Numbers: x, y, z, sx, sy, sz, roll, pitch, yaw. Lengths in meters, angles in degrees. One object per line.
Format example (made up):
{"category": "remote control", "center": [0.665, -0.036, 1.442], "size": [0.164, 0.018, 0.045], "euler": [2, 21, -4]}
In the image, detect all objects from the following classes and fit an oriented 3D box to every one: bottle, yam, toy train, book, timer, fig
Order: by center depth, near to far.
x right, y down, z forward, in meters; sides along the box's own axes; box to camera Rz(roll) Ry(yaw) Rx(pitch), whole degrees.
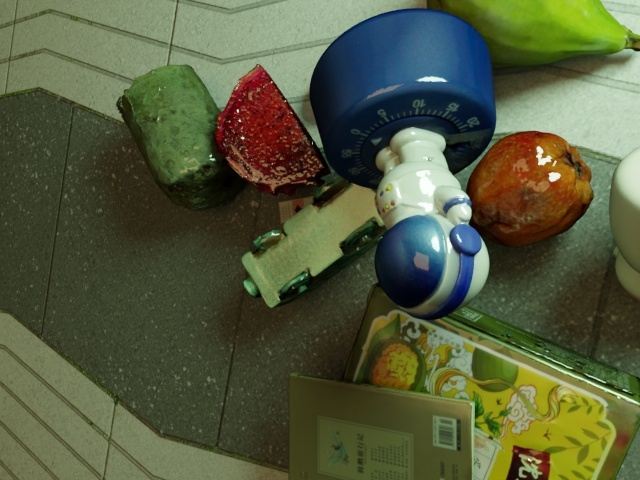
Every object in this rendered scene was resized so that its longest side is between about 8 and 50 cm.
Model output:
{"category": "bottle", "center": [0.450, -0.001, 0.649], "size": [0.148, 0.236, 0.147], "euler": [-13, 45, 13]}
{"category": "timer", "center": [0.130, -0.082, 0.684], "size": [0.271, 0.270, 0.383], "euler": [-20, 58, 27]}
{"category": "fig", "center": [0.296, -0.358, 0.726], "size": [0.314, 0.233, 0.233], "euler": [37, 106, 31]}
{"category": "book", "center": [0.083, 0.335, 0.795], "size": [0.311, 0.021, 0.216], "euler": [1, 91, 29]}
{"category": "toy train", "center": [0.000, 0.000, 0.924], "size": [0.326, 0.159, 0.129], "euler": [-38, 75, 19]}
{"category": "yam", "center": [-0.284, -0.214, 1.062], "size": [0.195, 0.195, 0.300], "euler": [-41, 70, 22]}

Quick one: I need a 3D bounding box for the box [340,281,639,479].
{"category": "box", "center": [0.222, 0.306, 0.809], "size": [0.421, 0.138, 0.372], "euler": [23, 100, 28]}

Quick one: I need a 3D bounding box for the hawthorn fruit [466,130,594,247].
{"category": "hawthorn fruit", "center": [0.312, -0.074, 0.763], "size": [0.174, 0.174, 0.178], "euler": [33, 131, 25]}

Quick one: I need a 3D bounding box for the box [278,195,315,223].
{"category": "box", "center": [-0.047, -0.062, 1.030], "size": [0.083, 0.012, 0.046], "euler": [-8, 85, 28]}

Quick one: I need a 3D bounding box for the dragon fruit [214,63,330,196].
{"category": "dragon fruit", "center": [-0.078, -0.178, 0.951], "size": [0.163, 0.189, 0.261], "euler": [-44, 69, 32]}
